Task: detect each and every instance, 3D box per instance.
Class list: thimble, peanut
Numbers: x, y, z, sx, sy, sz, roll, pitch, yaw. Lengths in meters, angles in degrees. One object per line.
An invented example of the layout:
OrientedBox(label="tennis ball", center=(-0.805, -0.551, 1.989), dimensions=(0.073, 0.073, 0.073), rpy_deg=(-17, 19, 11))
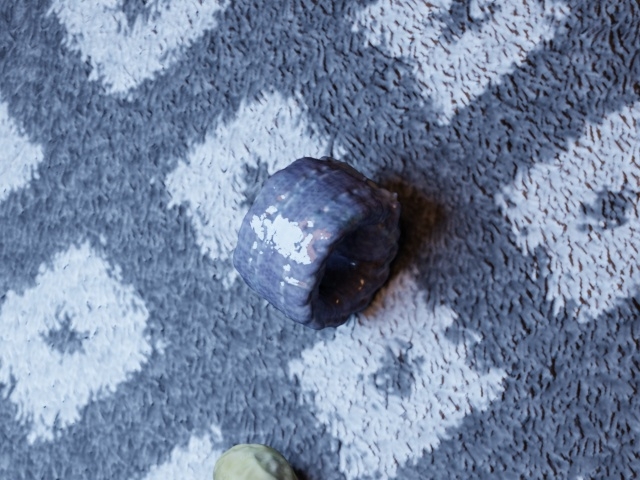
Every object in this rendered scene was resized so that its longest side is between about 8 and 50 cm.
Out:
OrientedBox(label="thimble", center=(-0.001, 0.002, 1.791), dimensions=(0.098, 0.150, 0.150), rpy_deg=(35, 91, 28))
OrientedBox(label="peanut", center=(-0.032, 0.274, 1.760), dimensions=(0.098, 0.090, 0.214), rpy_deg=(-46, 62, 20))
